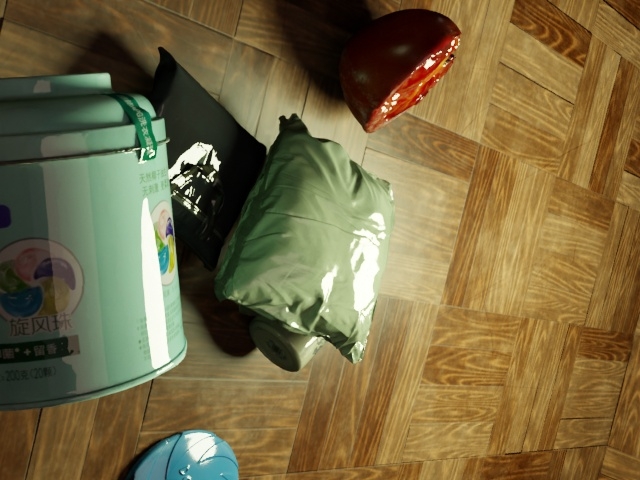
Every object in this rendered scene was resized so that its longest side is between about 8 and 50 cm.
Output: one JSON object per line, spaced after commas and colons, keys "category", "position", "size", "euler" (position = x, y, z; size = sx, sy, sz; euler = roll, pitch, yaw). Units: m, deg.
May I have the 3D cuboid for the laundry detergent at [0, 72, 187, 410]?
{"category": "laundry detergent", "position": [-0.295, -0.017, 0.894], "size": [0.287, 0.287, 0.305], "euler": [-15, 106, -43]}

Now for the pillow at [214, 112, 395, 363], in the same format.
{"category": "pillow", "position": [0.000, 0.000, 1.257], "size": [0.283, 0.138, 0.309], "euler": [34, 62, -36]}

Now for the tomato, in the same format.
{"category": "tomato", "position": [0.110, -0.282, 1.346], "size": [0.200, 0.139, 0.233], "euler": [-41, 172, -12]}

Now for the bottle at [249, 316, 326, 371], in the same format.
{"category": "bottle", "position": [-0.001, 0.097, 1.375], "size": [0.233, 0.110, 0.110], "euler": [-44, 129, -28]}

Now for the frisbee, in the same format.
{"category": "frisbee", "position": [-0.209, 0.407, 1.295], "size": [0.242, 0.045, 0.242], "euler": [-14, 109, -44]}

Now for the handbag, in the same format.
{"category": "handbag", "position": [-0.177, -0.100, 1.150], "size": [0.254, 0.089, 0.211], "euler": [42, 62, -50]}
